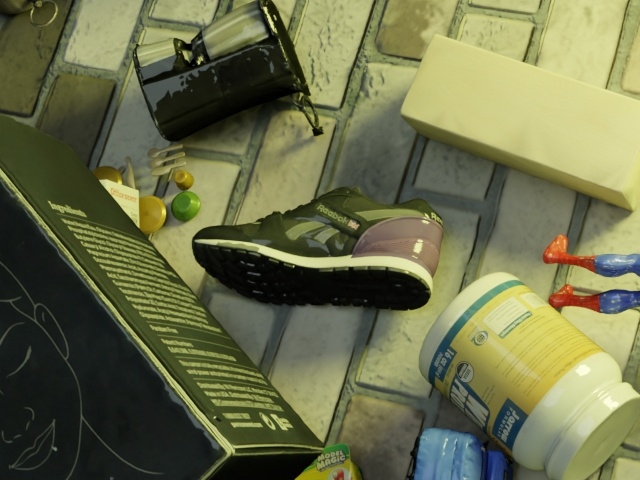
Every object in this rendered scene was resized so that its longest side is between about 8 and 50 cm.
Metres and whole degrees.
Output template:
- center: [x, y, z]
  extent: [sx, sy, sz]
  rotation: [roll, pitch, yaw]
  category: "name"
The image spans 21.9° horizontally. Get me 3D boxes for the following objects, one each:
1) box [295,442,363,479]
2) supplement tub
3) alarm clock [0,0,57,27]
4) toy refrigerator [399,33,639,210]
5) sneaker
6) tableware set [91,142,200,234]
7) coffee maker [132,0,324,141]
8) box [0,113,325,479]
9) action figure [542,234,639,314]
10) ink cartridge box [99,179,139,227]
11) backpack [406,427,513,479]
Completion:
- center: [0.002, 0.312, 1.757]
  extent: [0.105, 0.043, 0.179]
  rotation: [-16, 69, 12]
  category: "box"
- center: [0.215, 0.143, 1.694]
  extent: [0.144, 0.144, 0.199]
  rotation: [-47, 63, -3]
  category: "supplement tub"
- center: [-0.386, -0.340, 2.115]
  extent: [0.129, 0.064, 0.192]
  rotation: [-35, 61, 3]
  category: "alarm clock"
- center: [0.235, -0.129, 1.821]
  extent: [0.269, 0.094, 0.102]
  rotation: [21, 85, 24]
  category: "toy refrigerator"
- center: [0.000, 0.000, 1.858]
  extent: [0.283, 0.107, 0.124]
  rotation: [6, 58, 16]
  category: "sneaker"
- center: [-0.220, -0.050, 1.978]
  extent: [0.154, 0.024, 0.104]
  rotation: [-16, 69, 10]
  category: "tableware set"
- center: [-0.113, -0.180, 1.936]
  extent: [0.178, 0.120, 0.171]
  rotation: [-22, 66, 10]
  category: "coffee maker"
- center: [-0.345, 0.199, 1.706]
  extent: [0.480, 0.297, 0.472]
  rotation: [-44, 73, 8]
  category: "box"
- center: [0.386, 0.030, 1.706]
  extent: [0.280, 0.091, 0.139]
  rotation: [8, 29, 38]
  category: "action figure"
- center: [-0.250, 0.002, 1.908]
  extent: [0.056, 0.099, 0.135]
  rotation: [-4, 83, 16]
  category: "ink cartridge box"
- center: [0.141, 0.240, 1.695]
  extent: [0.101, 0.120, 0.098]
  rotation: [-1, 69, 18]
  category: "backpack"
